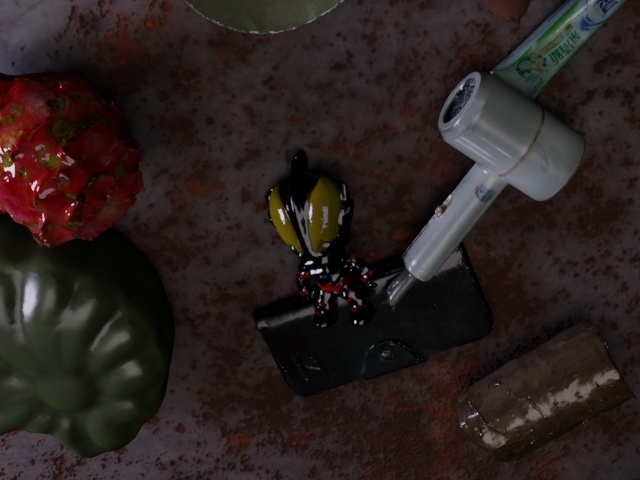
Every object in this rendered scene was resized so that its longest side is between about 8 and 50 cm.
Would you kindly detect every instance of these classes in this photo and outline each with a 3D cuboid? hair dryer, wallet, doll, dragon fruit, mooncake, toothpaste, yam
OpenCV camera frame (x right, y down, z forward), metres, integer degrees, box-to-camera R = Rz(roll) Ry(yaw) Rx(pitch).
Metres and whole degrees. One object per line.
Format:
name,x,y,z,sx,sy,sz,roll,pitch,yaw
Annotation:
hair dryer,0.176,-0.041,1.858,0.173,0.107,0.357,31,109,-15
wallet,0.077,0.116,1.983,0.318,0.045,0.172,-20,116,10
doll,0.001,0.001,1.884,0.127,0.088,0.248,-12,106,1
dragon fruit,-0.344,-0.120,1.762,0.268,0.210,0.205,41,128,-1
mooncake,-0.371,0.135,1.899,0.351,0.187,0.351,0,117,0
toothpaste,0.340,-0.295,1.776,0.075,0.048,0.297,34,115,-22
yam,0.320,0.220,2.000,0.238,0.129,0.128,-32,114,13

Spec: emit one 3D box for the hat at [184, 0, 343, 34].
hat,-0.068,-0.384,1.659,0.257,0.130,0.257,-4,118,-7

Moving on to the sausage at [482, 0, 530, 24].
sausage,0.196,-0.451,1.660,0.088,0.088,0.433,-13,118,5
